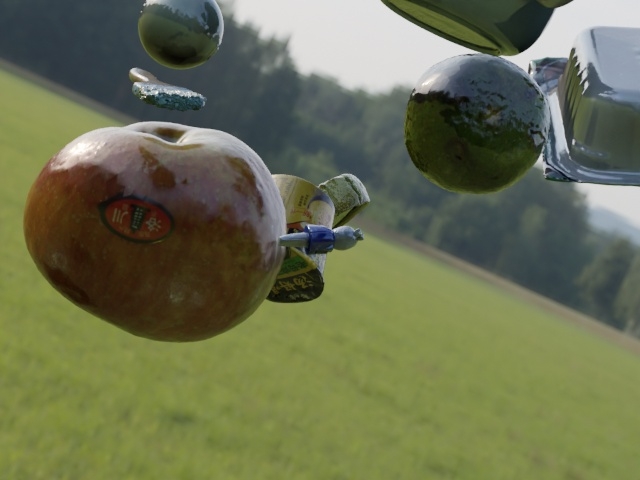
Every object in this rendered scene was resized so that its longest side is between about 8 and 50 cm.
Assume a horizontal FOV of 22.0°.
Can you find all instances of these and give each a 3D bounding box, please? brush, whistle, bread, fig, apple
[{"bbox_3d":[-0.180,-0.169,1.794,0.070,0.021,0.196,4,15,-22],"label":"brush"},{"bbox_3d":[0.000,0.000,1.543,0.083,0.029,0.033,-1,-28,-17],"label":"whistle"},{"bbox_3d":[-0.003,-0.037,2.415,0.064,0.156,0.117,57,19,13],"label":"bread"},{"bbox_3d":[0.128,-0.095,1.424,0.123,0.123,0.156,24,-9,-2],"label":"fig"},{"bbox_3d":[-0.189,-0.028,1.963,0.309,0.250,0.277,23,23,-14],"label":"apple"}]

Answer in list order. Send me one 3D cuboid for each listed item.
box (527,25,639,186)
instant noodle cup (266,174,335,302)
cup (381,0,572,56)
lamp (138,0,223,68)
[{"bbox_3d":[0.404,-0.183,2.069,0.264,0.106,0.337,2,28,1],"label":"box"},{"bbox_3d":[-0.052,-0.005,2.166,0.151,0.122,0.151,12,-35,9],"label":"instant noodle cup"},{"bbox_3d":[0.238,-0.378,2.036,0.259,0.275,0.356,25,1,-38],"label":"cup"},{"bbox_3d":[-0.167,-0.257,1.975,0.105,0.105,0.105,24,1,0],"label":"lamp"}]
